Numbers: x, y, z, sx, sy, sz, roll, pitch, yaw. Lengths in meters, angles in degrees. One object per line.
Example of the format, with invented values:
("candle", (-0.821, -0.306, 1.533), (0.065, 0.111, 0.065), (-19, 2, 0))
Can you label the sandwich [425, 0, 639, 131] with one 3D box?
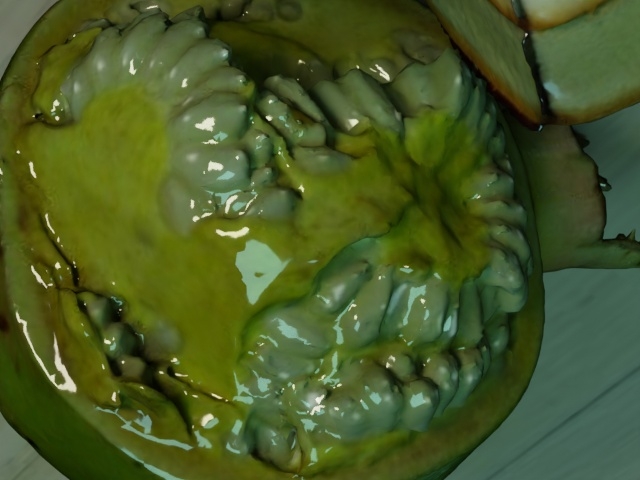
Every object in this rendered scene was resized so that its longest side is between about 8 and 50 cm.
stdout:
("sandwich", (0.111, -0.179, 0.573), (0.198, 0.227, 0.155), (-25, 129, -5))

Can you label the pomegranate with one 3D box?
("pomegranate", (0.000, 0.000, 0.682), (0.341, 0.260, 0.260), (-5, 134, -27))
